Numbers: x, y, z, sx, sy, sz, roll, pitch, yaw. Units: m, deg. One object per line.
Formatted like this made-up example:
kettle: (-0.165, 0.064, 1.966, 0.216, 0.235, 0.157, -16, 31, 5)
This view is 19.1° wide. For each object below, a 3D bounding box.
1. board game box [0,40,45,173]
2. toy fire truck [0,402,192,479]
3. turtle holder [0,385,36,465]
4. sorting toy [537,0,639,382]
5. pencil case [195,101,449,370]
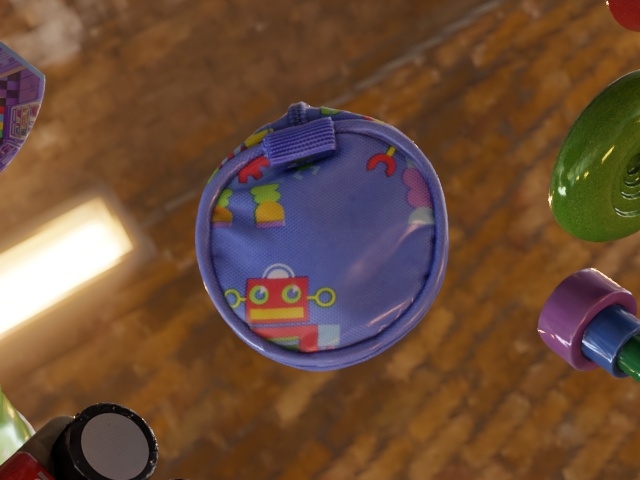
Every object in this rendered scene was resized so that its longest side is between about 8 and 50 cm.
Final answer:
board game box: (-0.182, -0.063, 0.648, 0.133, 0.033, 0.169, -36, -122, -28)
toy fire truck: (-0.137, 0.233, 1.052, 0.246, 0.217, 0.158, -43, 178, -42)
turtle holder: (-0.331, 0.211, 1.323, 0.320, 0.227, 0.243, -23, -151, 11)
sorting toy: (0.238, -0.052, 1.223, 0.127, 0.365, 0.126, -14, -143, -37)
pencil case: (0.000, 0.000, 1.009, 0.119, 0.133, 0.306, -18, 178, -1)
